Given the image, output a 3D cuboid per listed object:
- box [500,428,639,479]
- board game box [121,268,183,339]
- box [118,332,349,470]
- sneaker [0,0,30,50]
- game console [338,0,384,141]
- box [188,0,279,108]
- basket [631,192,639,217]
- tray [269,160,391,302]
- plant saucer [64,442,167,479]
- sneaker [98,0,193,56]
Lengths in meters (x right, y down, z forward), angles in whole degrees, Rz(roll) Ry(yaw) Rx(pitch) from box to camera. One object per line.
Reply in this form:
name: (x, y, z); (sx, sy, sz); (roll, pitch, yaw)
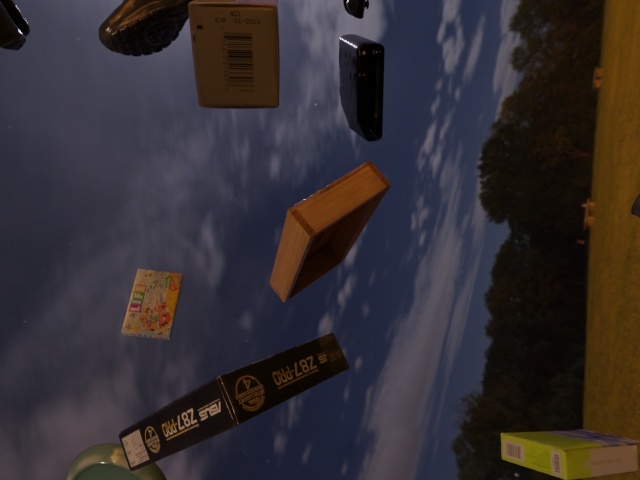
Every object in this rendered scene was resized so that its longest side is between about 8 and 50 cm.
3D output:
box: (0.372, 0.311, 0.674); (0.179, 0.109, 0.042); (9, -104, -25)
board game box: (-0.383, 0.145, 1.049); (0.026, 0.104, 0.153); (114, 161, -60)
box: (-0.181, 0.334, 0.951); (0.318, 0.395, 0.097); (-8, -113, -53)
sneaker: (-0.305, -0.287, 0.320); (0.258, 0.448, 0.169); (40, -135, -22)
game console: (0.056, -0.337, 0.649); (0.213, 0.044, 0.360); (-100, 6, -62)
box: (-0.131, -0.323, 0.760); (0.232, 0.127, 0.148); (-97, 8, -57)
basket: (0.596, -0.024, 0.635); (0.154, 0.226, 0.204); (-27, -31, -6)
tray: (0.000, 0.000, 1.026); (0.203, 0.076, 0.411); (-34, -13, -23)
plant saucer: (-0.563, 0.711, 1.242); (0.044, 0.318, 0.317); (-44, -42, -80)
sneaker: (-0.292, -0.448, 0.828); (0.286, 0.130, 0.109); (-46, 2, -19)
